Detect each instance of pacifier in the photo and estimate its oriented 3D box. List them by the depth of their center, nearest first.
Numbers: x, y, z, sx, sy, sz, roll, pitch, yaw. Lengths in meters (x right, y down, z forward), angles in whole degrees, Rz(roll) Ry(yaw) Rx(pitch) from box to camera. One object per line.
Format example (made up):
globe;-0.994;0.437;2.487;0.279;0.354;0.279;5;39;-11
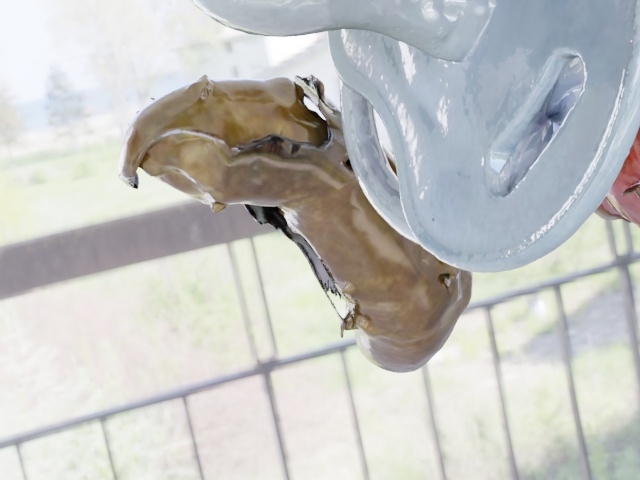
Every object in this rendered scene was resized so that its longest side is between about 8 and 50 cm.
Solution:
pacifier;0.027;-0.108;0.617;0.207;0.279;0.227;7;-47;-32

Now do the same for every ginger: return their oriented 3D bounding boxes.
ginger;0.007;-0.011;0.884;0.133;0.309;0.107;-43;32;13

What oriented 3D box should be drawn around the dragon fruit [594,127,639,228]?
dragon fruit;0.273;-0.110;0.931;0.252;0.241;0.241;-9;9;20
